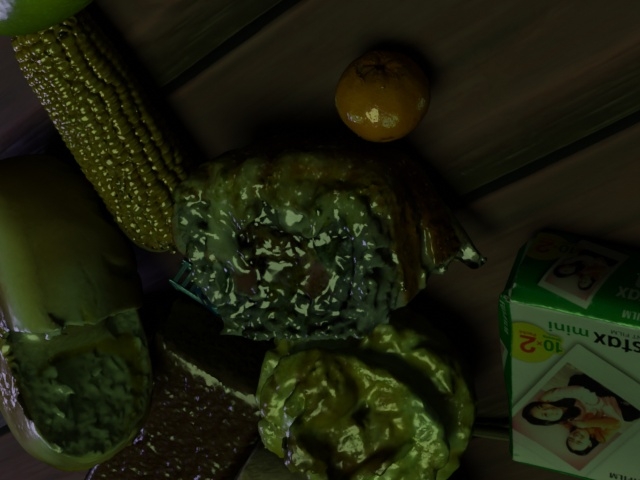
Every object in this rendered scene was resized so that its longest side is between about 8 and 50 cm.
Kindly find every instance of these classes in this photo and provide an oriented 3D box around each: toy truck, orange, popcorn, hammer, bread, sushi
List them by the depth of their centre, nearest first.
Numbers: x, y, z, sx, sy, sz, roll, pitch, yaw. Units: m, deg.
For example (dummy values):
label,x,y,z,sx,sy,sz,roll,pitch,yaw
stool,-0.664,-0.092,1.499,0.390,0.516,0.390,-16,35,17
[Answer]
label,x,y,z,sx,sy,sz,roll,pitch,yaw
orange,0.054,-0.125,1.377,0.083,0.083,0.070,17,149,15
sushi,0.000,0.000,1.463,0.274,0.139,0.184,2,107,27
popcorn,0.047,0.158,1.586,0.221,0.184,0.204,13,95,3
hammer,0.208,0.202,1.652,0.199,0.062,0.013,3,109,39
bread,-0.273,0.067,1.657,0.333,0.160,0.333,42,140,49
toy truck,-0.115,0.049,1.680,0.090,0.056,0.073,8,147,43
bread,-0.161,0.226,1.839,0.165,0.113,0.416,29,139,-3

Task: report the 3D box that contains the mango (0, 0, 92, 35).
label,x,y,z,sx,sy,sz,roll,pitch,yaw
mango,-0.252,-0.269,1.360,0.293,0.143,0.175,-21,79,51

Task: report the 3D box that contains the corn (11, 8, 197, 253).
label,x,y,z,sx,sy,sz,roll,pitch,yaw
corn,-0.203,-0.109,1.532,0.106,0.106,0.293,-11,125,38

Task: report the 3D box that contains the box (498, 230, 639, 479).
label,x,y,z,sx,sy,sz,roll,pitch,yaw
box,0.263,0.116,1.482,0.180,0.103,0.250,11,136,21

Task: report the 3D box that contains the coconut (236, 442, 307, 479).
label,x,y,z,sx,sy,sz,roll,pitch,yaw
coconut,0.004,0.359,1.757,0.329,0.329,0.329,17,138,16

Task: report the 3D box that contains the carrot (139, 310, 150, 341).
label,x,y,z,sx,sy,sz,roll,pitch,yaw
carrot,-0.270,0.172,1.886,0.066,0.066,0.314,32,140,-2
